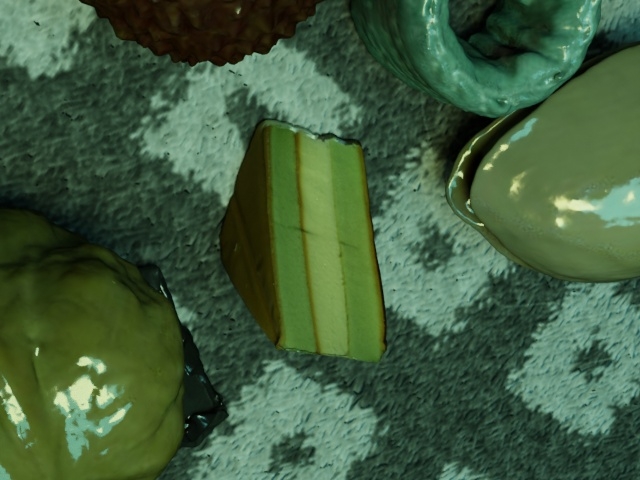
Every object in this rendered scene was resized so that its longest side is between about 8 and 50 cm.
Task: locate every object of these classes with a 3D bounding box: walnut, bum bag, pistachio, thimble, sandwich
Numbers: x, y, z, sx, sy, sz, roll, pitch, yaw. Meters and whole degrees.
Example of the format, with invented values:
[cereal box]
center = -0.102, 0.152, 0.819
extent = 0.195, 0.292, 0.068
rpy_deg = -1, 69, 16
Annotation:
[walnut]
center = -0.255, 0.113, 1.065
extent = 0.282, 0.277, 0.253
rpy_deg = -3, 120, -32
[bum bag]
center = -0.147, 0.116, 1.238
extent = 0.087, 0.049, 0.198
rpy_deg = -30, 118, -16
[pistachio]
center = 0.277, -0.069, 1.264
extent = 0.331, 0.208, 0.226
rpy_deg = -16, 118, -10
[thimble]
center = 0.136, -0.230, 1.177
extent = 0.198, 0.143, 0.235
rpy_deg = -13, 112, -19
[sandwich]
center = 0.000, 0.000, 1.185
extent = 0.117, 0.187, 0.144
rpy_deg = 10, 111, -27

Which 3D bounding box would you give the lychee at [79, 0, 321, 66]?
[lychee]
center = -0.091, -0.272, 0.991
extent = 0.275, 0.276, 0.304
rpy_deg = -34, 144, -9
